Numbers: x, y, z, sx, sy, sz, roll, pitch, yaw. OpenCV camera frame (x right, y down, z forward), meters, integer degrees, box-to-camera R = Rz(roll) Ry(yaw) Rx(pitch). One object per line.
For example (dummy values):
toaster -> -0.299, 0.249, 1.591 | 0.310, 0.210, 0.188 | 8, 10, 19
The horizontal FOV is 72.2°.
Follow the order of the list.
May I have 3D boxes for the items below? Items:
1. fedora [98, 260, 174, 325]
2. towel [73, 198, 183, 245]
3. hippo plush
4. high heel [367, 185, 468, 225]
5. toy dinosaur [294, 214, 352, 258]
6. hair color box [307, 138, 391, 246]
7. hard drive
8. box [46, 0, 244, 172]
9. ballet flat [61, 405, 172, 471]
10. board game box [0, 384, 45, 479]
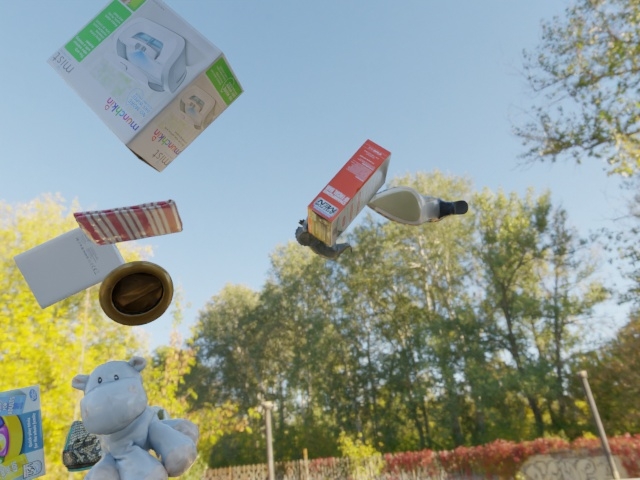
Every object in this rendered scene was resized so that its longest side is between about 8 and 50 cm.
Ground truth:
fedora -> -0.513, 0.143, 1.232 | 0.194, 0.194, 0.079 | 5, 4, -23
towel -> -0.401, -0.041, 0.938 | 0.197, 0.029, 0.144 | -10, -19, -15
hippo plush -> -0.388, 0.368, 0.934 | 0.234, 0.237, 0.294 | -9, 13, -19
high heel -> 0.218, -0.082, 1.127 | 0.261, 0.093, 0.186 | 3, 0, -12
toy dinosaur -> 0.000, 0.000, 1.526 | 0.121, 0.160, 0.313 | -23, -44, 22
hair color box -> 0.049, -0.080, 0.745 | 0.053, 0.167, 0.093 | 34, -21, 15
hard drive -> -0.889, 0.081, 1.572 | 0.318, 0.210, 0.040 | -26, 6, -5
box -> -0.321, -0.304, 0.820 | 0.231, 0.262, 0.127 | -44, -17, -4
ballet flat -> -0.607, 0.639, 1.460 | 0.164, 0.182, 0.482 | -13, -24, 27
board game box -> -0.938, 0.552, 1.167 | 0.079, 0.254, 0.336 | -24, -16, 37
